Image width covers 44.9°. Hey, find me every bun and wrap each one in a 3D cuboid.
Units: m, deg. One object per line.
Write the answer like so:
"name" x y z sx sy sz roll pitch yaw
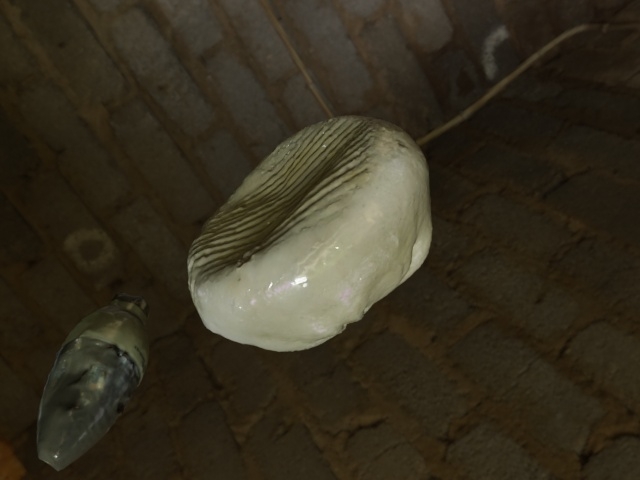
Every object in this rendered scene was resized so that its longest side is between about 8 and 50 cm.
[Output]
"bun" 0.000 0.000 0.649 0.133 0.231 0.231 47 178 -27

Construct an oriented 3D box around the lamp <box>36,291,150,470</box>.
"lamp" -0.251 0.148 0.868 0.101 0.101 0.250 57 -151 -28
